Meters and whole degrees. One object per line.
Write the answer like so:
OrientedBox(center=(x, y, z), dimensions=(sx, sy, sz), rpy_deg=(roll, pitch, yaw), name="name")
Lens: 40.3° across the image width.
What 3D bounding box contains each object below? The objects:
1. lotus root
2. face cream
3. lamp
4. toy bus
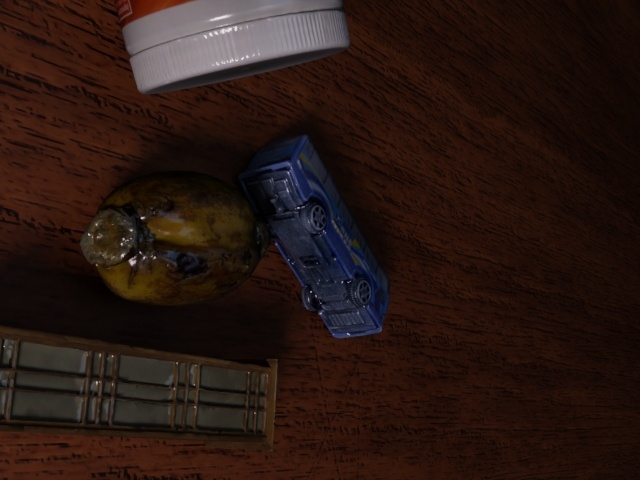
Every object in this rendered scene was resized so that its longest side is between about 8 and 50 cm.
OrientedBox(center=(-0.121, -0.001, 0.773), dimensions=(0.209, 0.120, 0.120), rpy_deg=(1, 84, -54), name="lotus root")
OrientedBox(center=(-0.087, -0.243, 0.777), dimensions=(0.201, 0.201, 0.187), rpy_deg=(-23, 104, -52), name="face cream")
OrientedBox(center=(-0.168, 0.122, 0.710), dimensions=(0.325, 0.089, 0.090), rpy_deg=(18, 71, -51), name="lamp")
OrientedBox(center=(0.003, -0.002, 0.962), dimensions=(0.237, 0.079, 0.094), rpy_deg=(59, 42, -29), name="toy bus")
